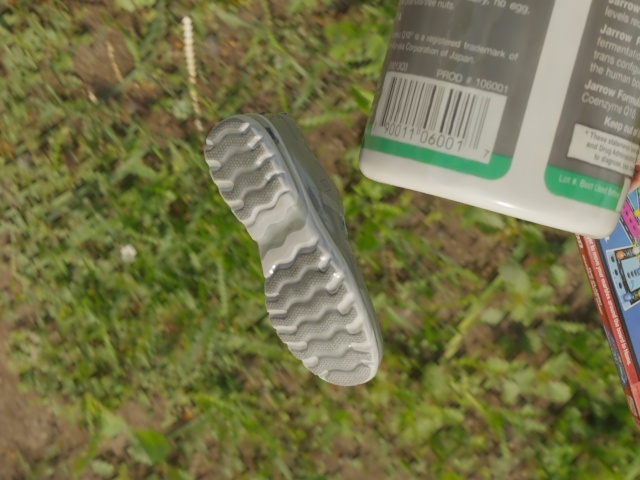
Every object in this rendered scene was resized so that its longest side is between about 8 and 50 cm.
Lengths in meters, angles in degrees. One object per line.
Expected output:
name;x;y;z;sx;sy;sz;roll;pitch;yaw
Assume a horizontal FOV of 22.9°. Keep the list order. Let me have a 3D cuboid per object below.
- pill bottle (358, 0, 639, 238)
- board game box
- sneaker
pill bottle;0.167;-0.197;1.172;0.204;0.204;0.361;14;94;-30
board game box;0.307;0.016;1.401;0.145;0.027;0.281;-23;105;-10
sneaker;0.000;0.000;1.497;0.115;0.105;0.281;-29;99;-52
